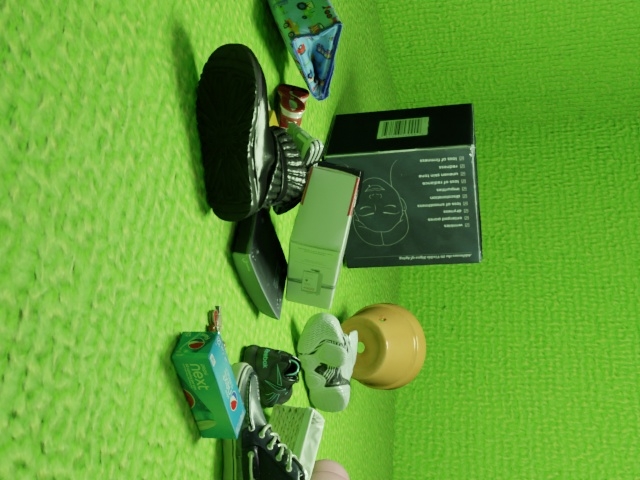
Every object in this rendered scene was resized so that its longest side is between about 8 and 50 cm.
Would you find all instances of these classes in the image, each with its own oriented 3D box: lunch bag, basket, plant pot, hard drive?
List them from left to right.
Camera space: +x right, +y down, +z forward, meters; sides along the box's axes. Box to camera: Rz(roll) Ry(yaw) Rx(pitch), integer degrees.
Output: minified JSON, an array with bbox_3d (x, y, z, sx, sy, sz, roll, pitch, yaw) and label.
[{"bbox_3d":[-0.131,0.047,1.739,0.255,0.054,0.172,71,21,-51],"label":"hard drive"},{"bbox_3d":[-0.068,0.463,1.777,0.113,0.103,0.167,62,39,-61],"label":"basket"},{"bbox_3d":[-0.042,-0.509,1.992,0.293,0.138,0.221,86,-17,-64],"label":"lunch bag"},{"bbox_3d":[0.172,0.346,2.549,0.203,0.290,0.291,10,77,-60],"label":"plant pot"}]

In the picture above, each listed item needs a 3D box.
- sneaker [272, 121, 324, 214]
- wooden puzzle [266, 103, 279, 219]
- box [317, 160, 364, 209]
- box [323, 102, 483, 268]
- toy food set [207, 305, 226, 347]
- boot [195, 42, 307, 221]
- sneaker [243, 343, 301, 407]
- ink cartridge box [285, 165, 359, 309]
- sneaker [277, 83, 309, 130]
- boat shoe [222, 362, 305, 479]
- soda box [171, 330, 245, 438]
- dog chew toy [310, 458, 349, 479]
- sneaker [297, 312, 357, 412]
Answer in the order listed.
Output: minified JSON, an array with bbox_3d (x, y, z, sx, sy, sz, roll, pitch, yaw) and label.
[{"bbox_3d":[-0.080,-0.174,1.781,0.086,0.132,0.229,-23,152,-45],"label":"sneaker"},{"bbox_3d":[-0.123,-0.199,1.836,0.221,0.044,0.239,74,19,-45],"label":"wooden puzzle"},{"bbox_3d":[0.011,-0.149,1.988,0.261,0.184,0.103,-48,148,-83],"label":"box"},{"bbox_3d":[0.295,-0.176,2.656,0.297,0.479,0.472,-76,160,-52],"label":"box"},{"bbox_3d":[-0.199,0.186,1.503,0.078,0.019,0.122,23,65,-75],"label":"toy food set"},{"bbox_3d":[-0.127,-0.220,1.567,0.260,0.131,0.348,-32,129,-61],"label":"boot"},{"bbox_3d":[-0.091,0.311,1.759,0.267,0.106,0.101,65,25,-61],"label":"sneaker"},{"bbox_3d":[0.000,0.000,1.785,0.283,0.117,0.207,98,5,-60],"label":"ink cartridge box"},{"bbox_3d":[-0.084,-0.316,2.012,0.221,0.086,0.128,-79,-175,-63],"label":"sneaker"},{"bbox_3d":[-0.106,0.414,1.554,0.127,0.158,0.341,28,61,-75],"label":"boat shoe"},{"bbox_3d":[-0.195,0.259,1.392,0.067,0.071,0.210,-73,157,-52],"label":"soda box"},{"bbox_3d":[0.007,0.669,1.933,0.332,0.206,0.207,-80,163,-68],"label":"dog chew toy"},{"bbox_3d":[0.024,0.294,2.194,0.210,0.137,0.366,-78,165,-49],"label":"sneaker"}]
